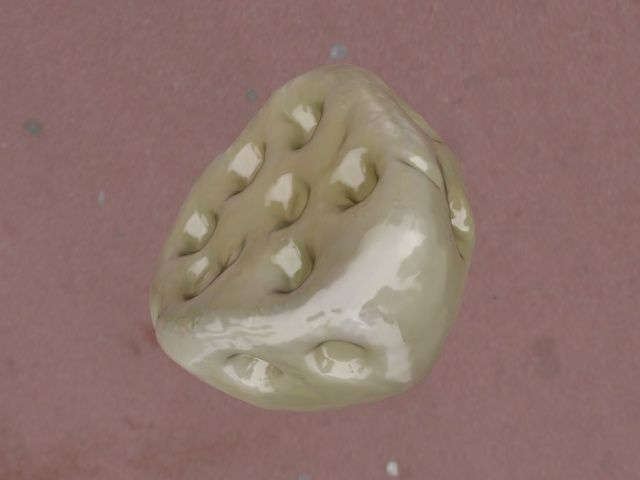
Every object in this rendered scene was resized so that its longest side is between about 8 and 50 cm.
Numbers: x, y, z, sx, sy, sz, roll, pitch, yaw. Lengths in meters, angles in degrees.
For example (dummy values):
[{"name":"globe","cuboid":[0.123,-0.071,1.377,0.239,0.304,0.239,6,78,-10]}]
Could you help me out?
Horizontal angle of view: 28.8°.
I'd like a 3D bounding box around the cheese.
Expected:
[{"name":"cheese","cuboid":[0.000,0.000,0.766,0.117,0.218,0.235,37,164,-37]}]
